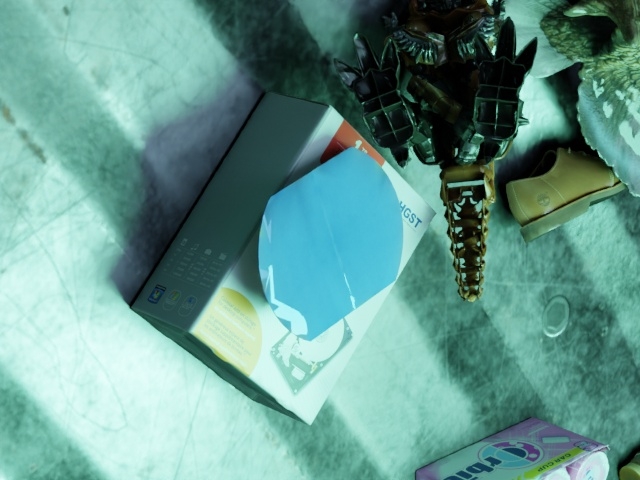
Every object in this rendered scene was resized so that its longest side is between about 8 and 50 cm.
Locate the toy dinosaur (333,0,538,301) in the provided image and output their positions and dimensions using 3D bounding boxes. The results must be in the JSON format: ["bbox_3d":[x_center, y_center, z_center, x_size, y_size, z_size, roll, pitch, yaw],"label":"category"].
[{"bbox_3d":[0.130,-0.120,1.493,0.322,0.164,0.218,65,9,9],"label":"toy dinosaur"}]

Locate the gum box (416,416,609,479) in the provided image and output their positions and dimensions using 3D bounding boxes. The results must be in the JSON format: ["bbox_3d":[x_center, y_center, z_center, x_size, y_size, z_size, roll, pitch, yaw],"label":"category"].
[{"bbox_3d":[0.204,0.251,1.729,0.188,0.107,0.062,-19,113,-37],"label":"gum box"}]

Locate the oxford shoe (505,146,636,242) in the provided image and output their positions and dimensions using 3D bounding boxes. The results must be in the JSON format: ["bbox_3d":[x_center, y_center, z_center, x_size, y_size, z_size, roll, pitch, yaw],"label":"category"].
[{"bbox_3d":[0.273,-0.069,1.733,0.212,0.076,0.076,-25,84,-42],"label":"oxford shoe"}]

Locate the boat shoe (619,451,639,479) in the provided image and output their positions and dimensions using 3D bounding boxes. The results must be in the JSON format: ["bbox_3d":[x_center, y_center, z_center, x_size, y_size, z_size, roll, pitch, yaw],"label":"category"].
[{"bbox_3d":[0.411,0.332,1.955,0.073,0.073,0.207,-32,121,-29],"label":"boat shoe"}]

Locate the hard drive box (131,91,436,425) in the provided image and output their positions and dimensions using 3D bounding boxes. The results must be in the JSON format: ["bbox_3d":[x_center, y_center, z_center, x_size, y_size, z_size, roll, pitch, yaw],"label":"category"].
[{"bbox_3d":[-0.029,0.016,1.475,0.181,0.089,0.232,41,74,-40],"label":"hard drive box"}]

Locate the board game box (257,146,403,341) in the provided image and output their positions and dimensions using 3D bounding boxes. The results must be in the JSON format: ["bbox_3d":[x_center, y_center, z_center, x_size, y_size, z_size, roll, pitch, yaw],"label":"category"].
[{"bbox_3d":[0.000,0.000,1.415,0.168,0.033,0.133,-34,117,-36],"label":"board game box"}]

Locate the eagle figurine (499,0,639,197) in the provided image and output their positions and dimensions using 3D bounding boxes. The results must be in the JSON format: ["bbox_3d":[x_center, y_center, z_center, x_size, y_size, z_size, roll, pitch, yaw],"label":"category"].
[{"bbox_3d":[0.340,-0.184,1.671,0.226,0.225,0.298,-43,148,3],"label":"eagle figurine"}]
